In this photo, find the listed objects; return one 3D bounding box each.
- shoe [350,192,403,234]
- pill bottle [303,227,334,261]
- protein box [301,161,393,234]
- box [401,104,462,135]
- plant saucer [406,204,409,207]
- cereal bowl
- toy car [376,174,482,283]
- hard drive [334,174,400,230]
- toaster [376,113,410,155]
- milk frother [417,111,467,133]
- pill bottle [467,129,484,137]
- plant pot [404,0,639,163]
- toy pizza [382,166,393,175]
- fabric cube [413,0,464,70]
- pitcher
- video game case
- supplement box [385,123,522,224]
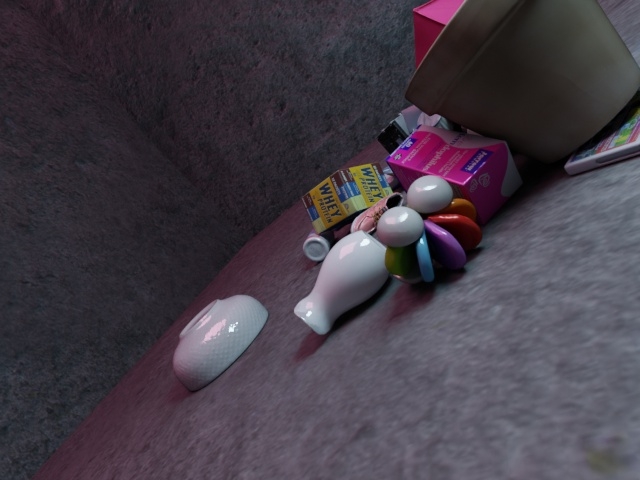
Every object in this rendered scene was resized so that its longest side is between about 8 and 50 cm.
[{"bbox_3d":[0.163,-0.073,1.198,0.178,0.063,0.081,-41,4,-24],"label":"shoe"},{"bbox_3d":[0.000,0.000,1.417,0.087,0.087,0.160,-37,12,24],"label":"pill bottle"},{"bbox_3d":[0.089,-0.135,1.347,0.200,0.135,0.201,-20,-7,-42],"label":"protein box"},{"bbox_3d":[0.375,-0.400,1.406,0.156,0.093,0.158,-23,-20,20],"label":"box"},{"bbox_3d":[0.300,-0.113,0.934,0.188,0.045,0.188,-41,11,4],"label":"plant saucer"},{"bbox_3d":[-0.330,0.288,1.300,0.339,0.141,0.339,-41,10,9],"label":"cereal bowl"},{"bbox_3d":[0.190,-0.004,0.700,0.182,0.159,0.136,-45,48,-18],"label":"toy car"},{"bbox_3d":[0.184,-0.172,1.581,0.319,0.040,0.210,-36,13,29],"label":"hard drive"},{"bbox_3d":[0.327,-0.382,1.596,0.110,0.185,0.168,-43,3,-17],"label":"toaster"},{"bbox_3d":[0.399,-0.355,1.272,0.143,0.135,0.129,-51,40,14],"label":"milk frother"},{"bbox_3d":[0.441,-0.316,0.971,0.264,0.146,0.146,-46,12,-27],"label":"pill bottle"},{"bbox_3d":[0.355,-0.292,0.723,0.323,0.280,0.323,-48,-2,-3],"label":"plant pot"},{"bbox_3d":[0.300,-0.242,1.368,0.202,0.032,0.201,-17,14,4],"label":"toy pizza"},{"bbox_3d":[0.431,-0.522,1.150,0.254,0.258,0.259,-32,52,-8],"label":"fabric cube"},{"bbox_3d":[0.054,0.082,0.872,0.207,0.126,0.178,-51,-6,10],"label":"pitcher"},{"bbox_3d":[0.492,-0.189,0.626,0.201,0.023,0.183,-47,12,-24],"label":"video game case"},{"bbox_3d":[0.249,-0.133,0.805,0.111,0.114,0.220,-46,37,-6],"label":"supplement box"}]
